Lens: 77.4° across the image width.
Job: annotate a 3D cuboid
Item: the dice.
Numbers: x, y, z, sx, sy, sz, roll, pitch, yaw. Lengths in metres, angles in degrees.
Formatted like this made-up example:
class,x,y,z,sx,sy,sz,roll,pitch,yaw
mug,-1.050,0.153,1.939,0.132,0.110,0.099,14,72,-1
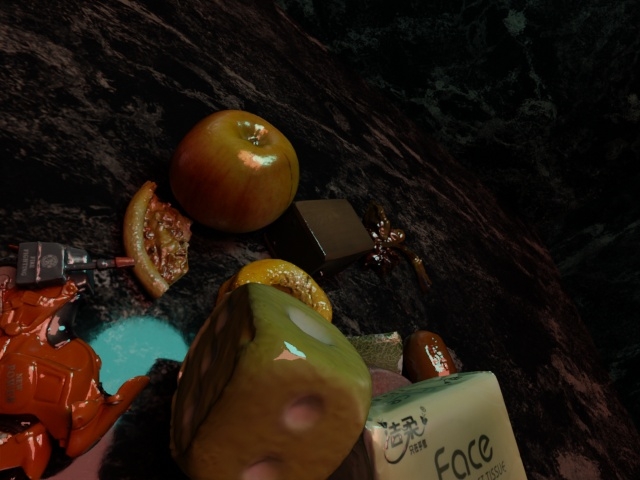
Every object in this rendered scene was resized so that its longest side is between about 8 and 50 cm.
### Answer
class,x,y,z,sx,sy,sz,roll,pitch,yaw
dice,-0.080,0.223,0.620,0.227,0.233,0.238,33,6,-25

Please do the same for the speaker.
class,x,y,z,sx,sy,sz,roll,pitch,yaw
speaker,0.000,0.000,1.048,0.231,0.153,0.192,-12,66,-52

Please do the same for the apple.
class,x,y,z,sx,sy,sz,roll,pitch,yaw
apple,-0.185,-0.152,0.896,0.286,0.233,0.285,16,46,-18

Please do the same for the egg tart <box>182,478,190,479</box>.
class,x,y,z,sx,sy,sz,roll,pitch,yaw
egg tart,-0.177,0.457,0.456,0.319,0.128,0.318,28,39,-25

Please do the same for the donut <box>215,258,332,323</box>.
class,x,y,z,sx,sy,sz,roll,pitch,yaw
donut,-0.093,0.148,0.857,0.254,0.118,0.253,21,35,-16

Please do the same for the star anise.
class,x,y,z,sx,sy,sz,roll,pitch,yaw
star anise,0.223,0.030,1.272,0.238,0.148,0.346,-6,53,-47

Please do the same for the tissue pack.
class,x,y,z,sx,sy,sz,roll,pitch,yaw
tissue pack,0.192,0.447,0.728,0.405,0.205,0.331,2,70,-41

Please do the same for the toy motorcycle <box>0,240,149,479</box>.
class,x,y,z,sx,sy,sz,roll,pitch,yaw
toy motorcycle,-0.355,0.149,0.542,0.222,0.147,0.325,-4,64,-23

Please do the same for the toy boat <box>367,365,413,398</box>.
class,x,y,z,sx,sy,sz,roll,pitch,yaw
toy boat,0.136,0.376,0.917,0.228,0.085,0.155,24,60,-23

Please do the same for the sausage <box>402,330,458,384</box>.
class,x,y,z,sx,sy,sz,roll,pitch,yaw
sausage,0.301,0.363,1.065,0.133,0.133,0.258,13,50,-41

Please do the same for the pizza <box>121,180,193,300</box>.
class,x,y,z,sx,sy,sz,roll,pitch,yaw
pizza,-0.321,-0.006,0.790,0.135,0.056,0.270,14,49,-29

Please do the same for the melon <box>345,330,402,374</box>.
class,x,y,z,sx,sy,sz,roll,pitch,yaw
melon,0.142,0.272,0.995,0.203,0.139,0.093,38,14,-12
